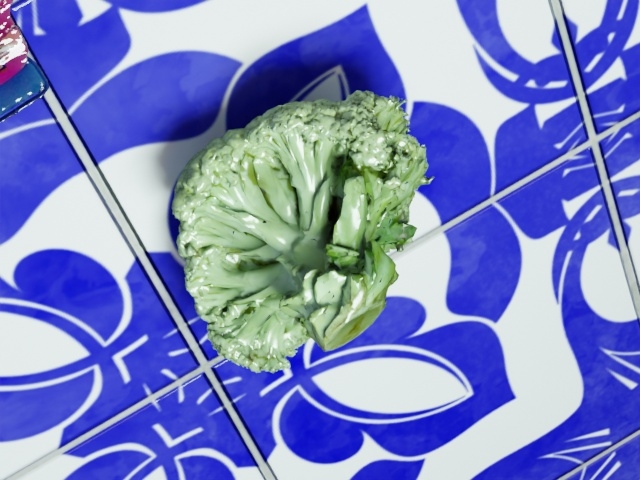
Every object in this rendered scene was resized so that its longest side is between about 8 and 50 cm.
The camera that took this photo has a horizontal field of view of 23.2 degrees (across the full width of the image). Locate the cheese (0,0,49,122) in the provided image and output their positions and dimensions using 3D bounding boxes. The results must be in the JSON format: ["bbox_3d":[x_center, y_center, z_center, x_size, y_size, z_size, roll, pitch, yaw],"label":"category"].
[{"bbox_3d":[-0.312,-0.195,1.317,0.155,0.062,0.244,-32,132,-6],"label":"cheese"}]

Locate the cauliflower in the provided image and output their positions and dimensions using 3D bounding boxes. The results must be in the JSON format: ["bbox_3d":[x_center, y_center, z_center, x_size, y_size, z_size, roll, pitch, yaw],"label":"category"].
[{"bbox_3d":[0.000,0.000,1.499,0.272,0.250,0.275,-25,135,-7],"label":"cauliflower"}]
